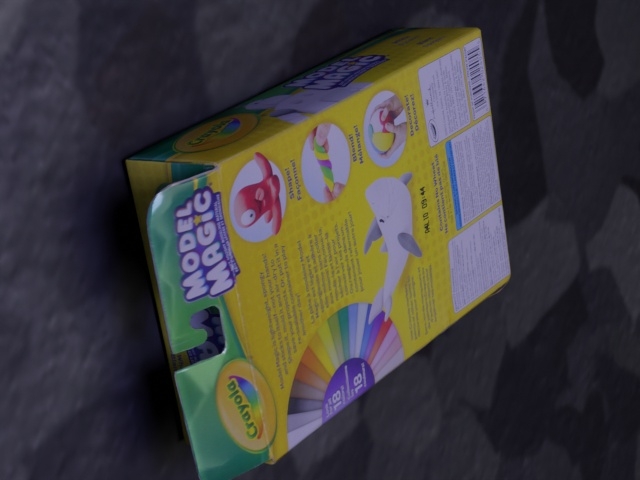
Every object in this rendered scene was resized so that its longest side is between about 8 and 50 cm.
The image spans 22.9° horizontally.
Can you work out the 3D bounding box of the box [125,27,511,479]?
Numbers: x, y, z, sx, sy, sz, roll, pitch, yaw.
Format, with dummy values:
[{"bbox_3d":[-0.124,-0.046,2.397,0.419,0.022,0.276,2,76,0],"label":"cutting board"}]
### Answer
[{"bbox_3d":[0.000,0.000,0.540,0.179,0.043,0.105,-32,120,-49],"label":"box"}]
